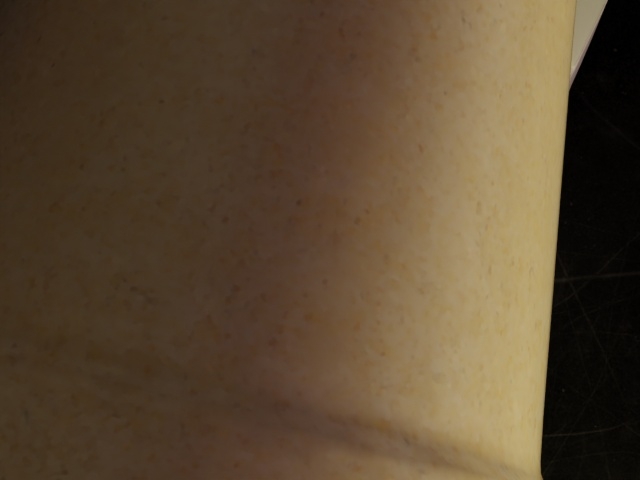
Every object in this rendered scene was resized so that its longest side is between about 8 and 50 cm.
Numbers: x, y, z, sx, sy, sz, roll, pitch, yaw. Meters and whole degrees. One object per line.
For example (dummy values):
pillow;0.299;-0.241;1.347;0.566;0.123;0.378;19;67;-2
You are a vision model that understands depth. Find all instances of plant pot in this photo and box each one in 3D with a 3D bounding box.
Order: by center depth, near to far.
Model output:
plant pot;-0.030;-0.019;0.641;0.334;0.333;0.306;76;28;-79

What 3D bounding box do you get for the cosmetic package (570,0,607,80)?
cosmetic package;0.209;-0.244;1.938;0.225;0.224;0.138;101;15;-64
